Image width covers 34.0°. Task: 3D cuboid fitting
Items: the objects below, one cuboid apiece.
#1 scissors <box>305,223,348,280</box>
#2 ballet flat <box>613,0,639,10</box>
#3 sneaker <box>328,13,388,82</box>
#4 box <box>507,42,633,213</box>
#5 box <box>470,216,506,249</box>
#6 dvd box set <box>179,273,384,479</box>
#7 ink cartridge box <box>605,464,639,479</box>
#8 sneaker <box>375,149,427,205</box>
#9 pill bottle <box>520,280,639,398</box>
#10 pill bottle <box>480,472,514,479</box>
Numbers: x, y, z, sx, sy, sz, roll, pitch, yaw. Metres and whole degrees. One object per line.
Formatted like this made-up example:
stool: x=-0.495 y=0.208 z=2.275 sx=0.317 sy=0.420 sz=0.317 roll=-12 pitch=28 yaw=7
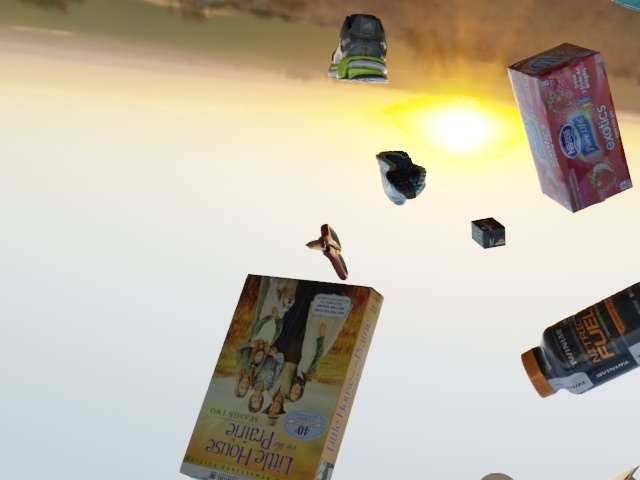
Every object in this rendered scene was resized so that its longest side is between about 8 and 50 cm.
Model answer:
scissors: x=0.000 y=0.000 z=1.870 sx=0.021 sy=0.109 sz=0.297 roll=-18 pitch=163 yaw=12
ballet flat: x=0.562 y=-0.386 z=1.580 sx=0.247 sy=0.083 sz=0.087 roll=11 pitch=158 yaw=2
sneaker: x=0.078 y=-0.354 z=1.928 sx=0.111 sy=0.121 sz=0.300 roll=4 pitch=-170 yaw=-7
box: x=0.428 y=-0.194 z=1.794 sx=0.123 sy=0.257 sz=0.128 roll=-23 pitch=-157 yaw=-6
box: x=0.421 y=-0.019 z=2.621 sx=0.062 sy=0.052 sz=0.083 roll=-11 pitch=-158 yaw=-13
dvd box set: x=-0.075 y=0.274 z=1.988 sx=0.308 sy=0.420 sz=0.062 roll=5 pitch=157 yaw=35
ink cartridge box: x=0.465 y=0.396 z=1.642 sx=0.063 sy=0.029 sz=0.115 roll=-41 pitch=172 yaw=-30
sneaker: x=0.142 y=-0.093 z=1.790 sx=0.071 sy=0.083 sz=0.190 roll=-7 pitch=-159 yaw=-3
pill bottle: x=0.467 y=0.179 z=1.778 sx=0.246 sy=0.130 sz=0.130 roll=-30 pitch=178 yaw=16
pill bottle: x=0.367 y=0.569 z=2.171 sx=0.112 sy=0.186 sz=0.112 roll=-4 pitch=-137 yaw=4
